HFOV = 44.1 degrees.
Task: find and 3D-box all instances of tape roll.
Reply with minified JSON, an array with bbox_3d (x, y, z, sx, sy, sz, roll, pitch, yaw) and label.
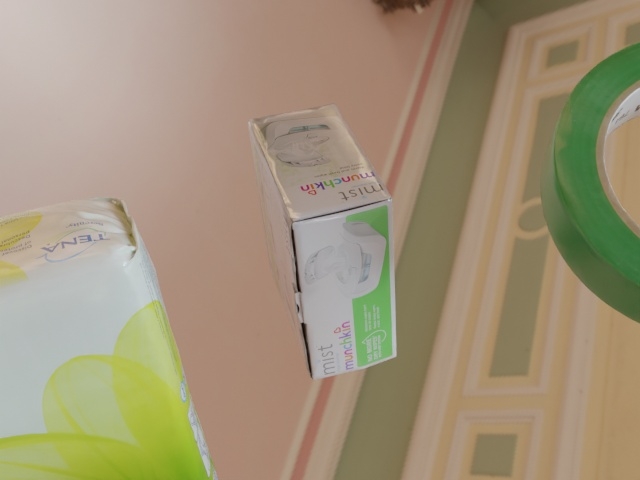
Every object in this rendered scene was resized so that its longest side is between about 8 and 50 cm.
[{"bbox_3d":[0.391,-0.060,0.802,0.321,0.077,0.322,-2,-114,4],"label":"tape roll"}]

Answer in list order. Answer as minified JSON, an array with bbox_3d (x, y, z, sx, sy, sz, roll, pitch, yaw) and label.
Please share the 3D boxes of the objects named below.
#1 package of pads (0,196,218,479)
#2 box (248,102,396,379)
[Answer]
[{"bbox_3d":[-0.228,0.114,0.476,0.296,0.229,0.101,-17,-151,-14],"label":"package of pads"},{"bbox_3d":[0.000,0.000,1.012,0.126,0.262,0.231,-14,-141,-10],"label":"box"}]
